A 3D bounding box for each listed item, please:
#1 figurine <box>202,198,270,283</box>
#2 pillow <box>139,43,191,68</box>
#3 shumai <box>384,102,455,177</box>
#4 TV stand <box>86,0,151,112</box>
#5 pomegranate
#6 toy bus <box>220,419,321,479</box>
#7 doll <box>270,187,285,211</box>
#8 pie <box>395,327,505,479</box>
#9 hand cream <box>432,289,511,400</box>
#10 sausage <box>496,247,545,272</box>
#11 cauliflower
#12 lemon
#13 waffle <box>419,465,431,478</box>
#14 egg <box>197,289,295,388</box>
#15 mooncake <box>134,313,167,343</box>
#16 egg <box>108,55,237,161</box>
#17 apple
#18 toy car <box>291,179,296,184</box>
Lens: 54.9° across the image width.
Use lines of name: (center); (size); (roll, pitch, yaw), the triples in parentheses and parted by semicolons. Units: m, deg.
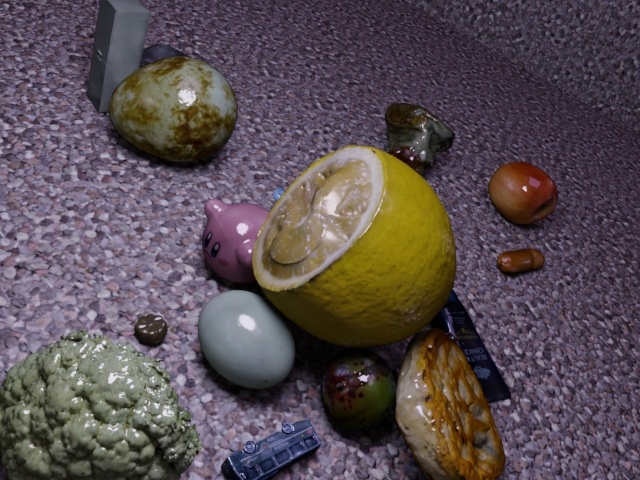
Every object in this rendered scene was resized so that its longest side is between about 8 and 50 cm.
figurine: (-0.155, 0.004, 1.236); (0.173, 0.173, 0.173); (15, 41, -13)
pillow: (-0.382, -0.442, 1.647); (0.250, 0.106, 0.186); (29, 32, 0)
shumai: (0.256, -0.275, 1.806); (0.222, 0.204, 0.272); (31, 5, 3)
TV stand: (-0.483, -0.437, 1.459); (0.088, 0.269, 0.083); (-15, 54, -42)
pomegranate: (0.081, 0.261, 1.112); (0.169, 0.148, 0.148); (-13, 53, -46)
toy bus: (-0.077, 0.347, 1.001); (0.166, 0.047, 0.065); (-15, 59, -39)
doll: (0.000, 0.000, 1.344); (0.314, 0.141, 0.177); (47, 38, 15)
pie: (0.231, 0.310, 1.096); (0.315, 0.092, 0.315); (41, 31, -32)
hand cream: (0.309, 0.225, 1.339); (0.120, 0.061, 0.270); (1, 53, -34)
sausage: (0.527, 0.053, 1.632); (0.183, 0.054, 0.062); (-8, 82, -36)
cauliflower: (-0.297, 0.247, 0.874); (0.275, 0.272, 0.250); (53, 14, 10)
lemon: (0.085, 0.032, 1.113); (0.364, 0.364, 0.364); (15, 41, -13)
waffle: (0.200, 0.368, 1.142); (0.092, 0.021, 0.135); (-4, 49, -31)
egg: (-0.129, 0.173, 1.080); (0.192, 0.149, 0.149); (44, 43, 11)
mooncake: (-0.442, 0.125, 1.051); (0.347, 0.057, 0.150); (4, 31, -33)
egg: (-0.336, -0.298, 1.419); (0.289, 0.238, 0.238); (-6, 45, -2)
apple: (0.580, -0.140, 1.783); (0.199, 0.199, 0.199); (15, 41, -13)
toy car: (-0.027, -0.127, 1.523); (0.062, 0.071, 0.165); (49, 43, 4)
